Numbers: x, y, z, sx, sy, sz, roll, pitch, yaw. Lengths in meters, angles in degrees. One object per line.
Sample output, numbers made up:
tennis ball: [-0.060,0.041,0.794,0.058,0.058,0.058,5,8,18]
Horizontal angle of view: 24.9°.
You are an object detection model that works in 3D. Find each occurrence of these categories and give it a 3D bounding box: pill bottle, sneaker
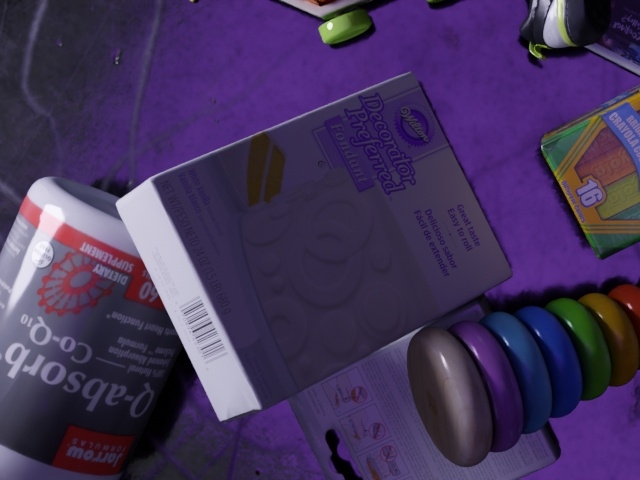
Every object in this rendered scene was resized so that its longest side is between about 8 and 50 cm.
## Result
pill bottle: [-0.268,0.136,1.492,0.210,0.210,0.362,25,95,6]
sneaker: [0.237,-0.302,1.477,0.097,0.084,0.234,-6,74,39]

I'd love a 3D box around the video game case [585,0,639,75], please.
video game case: [0.369,-0.249,1.495,0.190,0.022,0.173,28,95,4]

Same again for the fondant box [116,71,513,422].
fondant box: [0.000,0.000,1.422,0.330,0.096,0.238,-25,88,-33]

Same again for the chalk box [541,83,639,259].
chalk box: [0.341,-0.092,1.434,0.213,0.132,0.132,-28,93,13]

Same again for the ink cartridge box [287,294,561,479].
ink cartridge box: [0.109,0.190,1.531,0.232,0.066,0.189,-27,89,16]

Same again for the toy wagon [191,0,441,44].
toy wagon: [-0.001,-0.344,1.513,0.344,0.068,0.267,-21,89,7]

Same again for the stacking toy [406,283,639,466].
stacking toy: [0.260,0.110,1.440,0.330,0.141,0.141,-17,90,-16]
